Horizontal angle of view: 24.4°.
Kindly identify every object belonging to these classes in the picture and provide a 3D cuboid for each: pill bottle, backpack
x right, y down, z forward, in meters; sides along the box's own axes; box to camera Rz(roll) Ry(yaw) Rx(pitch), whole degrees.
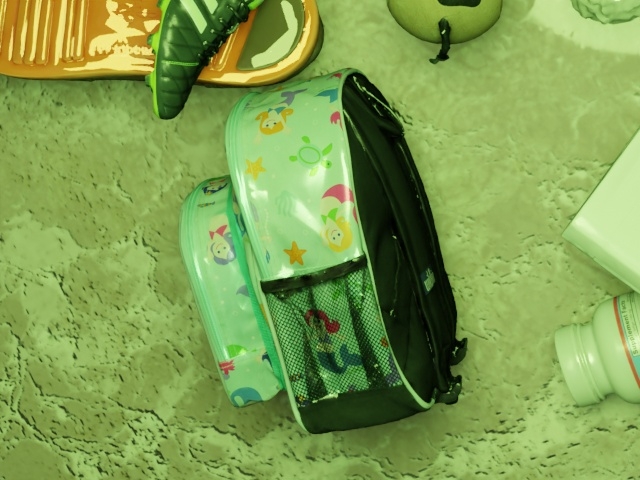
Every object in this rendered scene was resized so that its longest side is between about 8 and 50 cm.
[{"bbox_3d":[0.270,0.077,1.159,0.160,0.087,0.087,-20,95,17],"label":"pill bottle"},{"bbox_3d":[0.000,0.000,1.141,0.191,0.225,0.253,-9,103,12],"label":"backpack"}]

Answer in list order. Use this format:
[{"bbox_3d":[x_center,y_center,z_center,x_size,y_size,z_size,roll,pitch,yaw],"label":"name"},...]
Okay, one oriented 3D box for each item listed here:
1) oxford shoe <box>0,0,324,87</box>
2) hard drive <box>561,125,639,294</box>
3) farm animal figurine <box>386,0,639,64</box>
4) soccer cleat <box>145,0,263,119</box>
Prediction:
[{"bbox_3d":[-0.177,-0.179,1.190,0.364,0.133,0.129,12,90,6],"label":"oxford shoe"},{"bbox_3d":[0.359,0.010,1.094,0.307,0.040,0.203,37,70,5],"label":"hard drive"},{"bbox_3d":[0.069,-0.286,1.071,0.330,0.172,0.326,-14,98,7],"label":"farm animal figurine"},{"bbox_3d":[-0.079,-0.171,1.082,0.072,0.060,0.178,15,88,4],"label":"soccer cleat"}]
